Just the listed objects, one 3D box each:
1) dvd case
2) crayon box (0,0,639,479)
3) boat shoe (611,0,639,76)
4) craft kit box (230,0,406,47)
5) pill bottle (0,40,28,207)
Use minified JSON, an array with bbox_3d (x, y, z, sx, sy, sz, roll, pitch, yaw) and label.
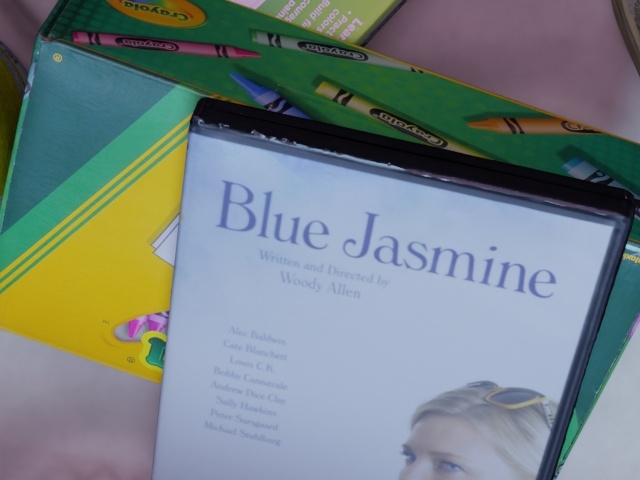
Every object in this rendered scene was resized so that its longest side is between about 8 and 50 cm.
[{"bbox_3d":[0.020,0.063,0.779,0.180,0.022,0.253,13,128,4],"label":"dvd case"},{"bbox_3d":[0.000,0.000,0.804,0.278,0.081,0.165,19,128,-1],"label":"crayon box"},{"bbox_3d":[0.237,-0.010,0.817,0.121,0.110,0.341,-32,91,5],"label":"boat shoe"},{"bbox_3d":[-0.037,-0.209,0.848,0.246,0.061,0.250,44,95,2],"label":"craft kit box"},{"bbox_3d":[-0.200,-0.047,0.787,0.117,0.215,0.117,0,94,3],"label":"pill bottle"}]
